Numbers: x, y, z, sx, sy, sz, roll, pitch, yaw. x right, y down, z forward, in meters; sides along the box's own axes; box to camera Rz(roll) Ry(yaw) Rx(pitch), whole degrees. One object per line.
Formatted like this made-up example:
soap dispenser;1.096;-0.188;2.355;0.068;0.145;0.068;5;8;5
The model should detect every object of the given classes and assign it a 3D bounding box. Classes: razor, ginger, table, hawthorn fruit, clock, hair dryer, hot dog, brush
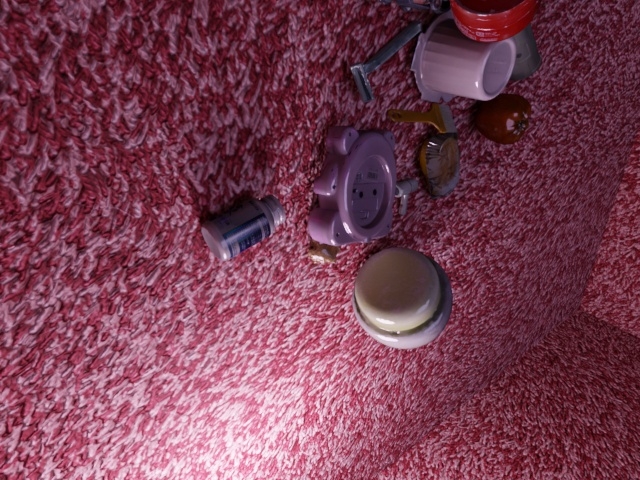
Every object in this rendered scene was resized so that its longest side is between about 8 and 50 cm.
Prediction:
razor;0.179;-0.503;1.217;0.278;0.056;0.111;-50;137;-19
ginger;-0.006;0.006;1.323;0.096;0.067;0.165;-41;121;-17
table;0.634;-0.646;1.480;0.220;0.126;0.126;33;89;-47
hawthorn fruit;0.632;-0.427;1.567;0.189;0.189;0.189;-21;125;-32
clock;0.105;-0.154;1.272;0.296;0.113;0.322;-10;109;-46
hair dryer;0.276;-0.138;1.509;0.082;0.047;0.137;-23;134;-30
hot dog;0.409;-0.256;1.534;0.163;0.082;0.270;-38;139;-12
brush;0.314;-0.381;1.392;0.272;0.013;0.103;-7;77;-32

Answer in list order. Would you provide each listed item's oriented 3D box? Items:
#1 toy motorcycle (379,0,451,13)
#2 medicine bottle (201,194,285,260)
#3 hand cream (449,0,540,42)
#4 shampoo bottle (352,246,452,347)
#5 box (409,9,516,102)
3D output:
toy motorcycle;0.248;-0.675;1.138;0.307;0.108;0.173;-15;117;-38
medicine bottle;-0.185;-0.037;1.106;0.192;0.107;0.107;-32;130;-25
hand cream;0.430;-0.620;1.109;0.230;0.230;0.149;-61;159;4
shampoo bottle;0.270;0.194;1.487;0.322;0.322;0.317;-48;148;-10
box;0.428;-0.497;1.311;0.262;0.206;0.291;-44;139;-13
